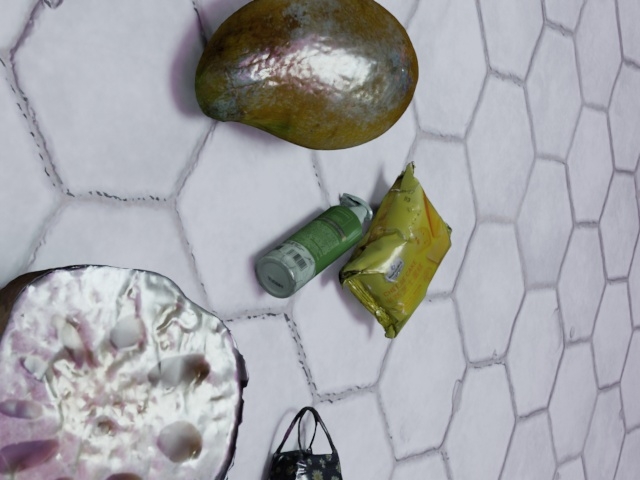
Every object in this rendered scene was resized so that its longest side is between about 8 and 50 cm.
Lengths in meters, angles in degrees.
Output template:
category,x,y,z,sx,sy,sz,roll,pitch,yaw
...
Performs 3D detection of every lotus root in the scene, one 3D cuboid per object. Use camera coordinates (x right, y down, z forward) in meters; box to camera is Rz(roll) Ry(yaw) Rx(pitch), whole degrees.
category,x,y,z,sx,sy,sz,roll,pitch,yaw
lotus root,-0.217,0.140,0.800,0.272,0.192,0.272,-4,96,-43

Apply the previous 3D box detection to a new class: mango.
category,x,y,z,sx,sy,sz,roll,pitch,yaw
mango,-0.013,-0.200,1.076,0.316,0.146,0.193,-10,101,-38

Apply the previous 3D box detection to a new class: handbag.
category,x,y,z,sx,sy,sz,roll,pitch,yaw
handbag,-0.017,0.283,1.173,0.115,0.072,0.139,7,84,-52

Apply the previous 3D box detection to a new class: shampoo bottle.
category,x,y,z,sx,sy,sz,roll,pitch,yaw
shampoo bottle,0.000,0.000,1.174,0.204,0.065,0.065,-38,123,-45

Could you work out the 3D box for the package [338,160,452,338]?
category,x,y,z,sx,sy,sz,roll,pitch,yaw
package,0.113,0.014,1.298,0.168,0.090,0.226,52,56,-40
